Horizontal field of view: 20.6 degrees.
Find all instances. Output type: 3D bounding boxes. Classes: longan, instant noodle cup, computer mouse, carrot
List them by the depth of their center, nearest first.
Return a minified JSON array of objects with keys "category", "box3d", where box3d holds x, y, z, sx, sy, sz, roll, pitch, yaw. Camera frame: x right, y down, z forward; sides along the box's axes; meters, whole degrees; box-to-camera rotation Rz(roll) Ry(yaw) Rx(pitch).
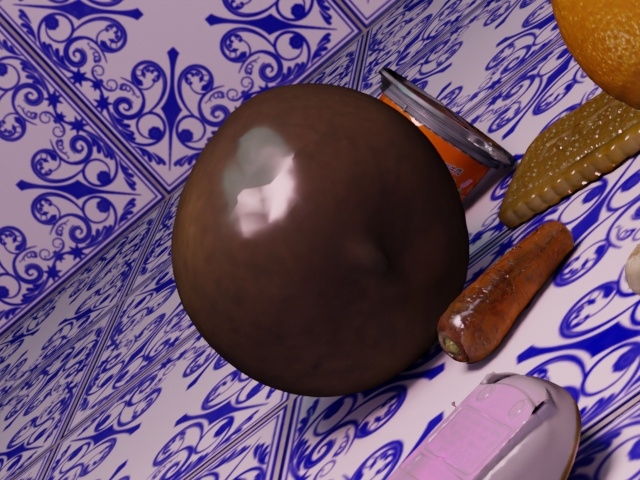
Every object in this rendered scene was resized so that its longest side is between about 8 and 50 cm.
[{"category":"computer mouse","box3d":[0.064,0.218,1.227,0.310,0.072,0.158,-45,15,-8]},{"category":"carrot","box3d":[0.163,0.042,1.543,0.161,0.055,0.055,-47,13,-25]},{"category":"longan","box3d":[-0.004,-0.002,1.634,0.297,0.297,0.297,-40,13,12]},{"category":"instant noodle cup","box3d":[0.104,-0.089,1.910,0.125,0.177,0.208,-54,25,8]}]

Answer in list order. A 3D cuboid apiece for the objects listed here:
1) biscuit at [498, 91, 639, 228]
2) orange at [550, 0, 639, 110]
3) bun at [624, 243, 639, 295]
[{"category":"biscuit","box3d":[0.285,-0.114,1.727,0.254,0.029,0.172,-33,16,36]},{"category":"orange","box3d":[0.322,-0.233,1.478,0.274,0.274,0.274,-40,13,12]},{"category":"bun","box3d":[0.267,0.020,1.302,0.086,0.055,0.086,-30,7,4]}]
